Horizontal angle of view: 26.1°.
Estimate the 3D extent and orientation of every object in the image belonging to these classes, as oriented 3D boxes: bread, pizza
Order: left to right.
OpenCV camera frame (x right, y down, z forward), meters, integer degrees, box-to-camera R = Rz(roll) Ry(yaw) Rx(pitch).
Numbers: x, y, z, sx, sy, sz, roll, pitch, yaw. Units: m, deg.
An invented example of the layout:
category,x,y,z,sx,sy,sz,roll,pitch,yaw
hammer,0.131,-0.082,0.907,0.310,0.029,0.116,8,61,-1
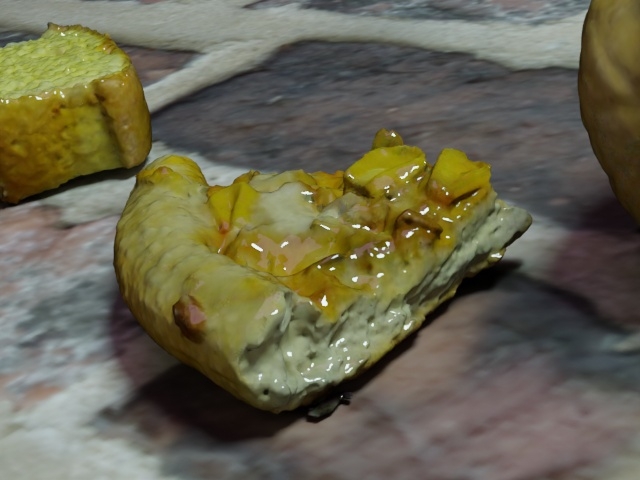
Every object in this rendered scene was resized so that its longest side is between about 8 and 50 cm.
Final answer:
category,x,y,z,sx,sy,sz,roll,pitch,yaw
bread,-0.156,-0.078,0.778,0.103,0.065,0.187,-22,26,-17
pizza,0.000,0.000,0.521,0.161,0.062,0.182,-8,21,-1

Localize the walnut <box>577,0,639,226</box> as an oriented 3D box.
category,x,y,z,sx,sy,sz,roll,pitch,yaw
walnut,0.182,-0.073,0.469,0.197,0.165,0.165,-37,32,-30
